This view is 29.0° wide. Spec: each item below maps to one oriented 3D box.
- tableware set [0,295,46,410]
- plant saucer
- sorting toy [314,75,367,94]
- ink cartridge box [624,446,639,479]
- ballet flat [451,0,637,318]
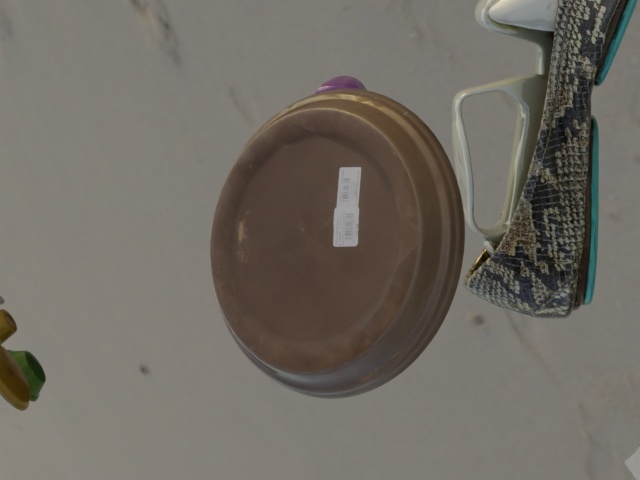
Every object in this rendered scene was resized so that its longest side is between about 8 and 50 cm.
[{"bbox_3d":[-0.207,0.059,0.718,0.104,0.024,0.154,58,-177,4],"label":"tableware set"},{"bbox_3d":[0.000,0.000,1.095,0.278,0.041,0.278,-6,80,37],"label":"plant saucer"},{"bbox_3d":[0.019,-0.037,1.634,0.127,0.126,0.366,11,104,14],"label":"sorting toy"},{"bbox_3d":[0.496,0.241,1.227,0.160,0.279,0.385,39,-172,-11],"label":"ink cartridge box"},{"bbox_3d":[0.233,-0.156,1.298,0.164,0.182,0.483,-65,-16,-78],"label":"ballet flat"}]
